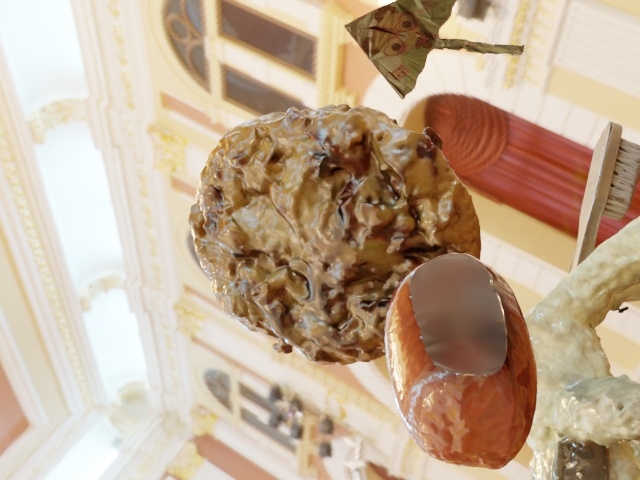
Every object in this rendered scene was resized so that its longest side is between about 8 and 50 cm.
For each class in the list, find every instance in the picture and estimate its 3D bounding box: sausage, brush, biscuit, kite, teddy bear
[{"bbox_3d":[0.057,0.048,0.362,0.094,0.059,0.054,-94,-7,-52],"label":"sausage"},{"bbox_3d":[0.395,-0.015,1.248,0.070,0.065,0.328,104,-175,-70],"label":"brush"},{"bbox_3d":[0.001,0.004,0.929,0.081,0.334,0.290,-36,-70,-55],"label":"biscuit"},{"bbox_3d":[0.151,-0.265,1.186,0.229,0.250,0.012,111,163,-55],"label":"kite"},{"bbox_3d":[0.371,0.216,1.037,0.375,0.362,0.327,-36,-22,0],"label":"teddy bear"}]
